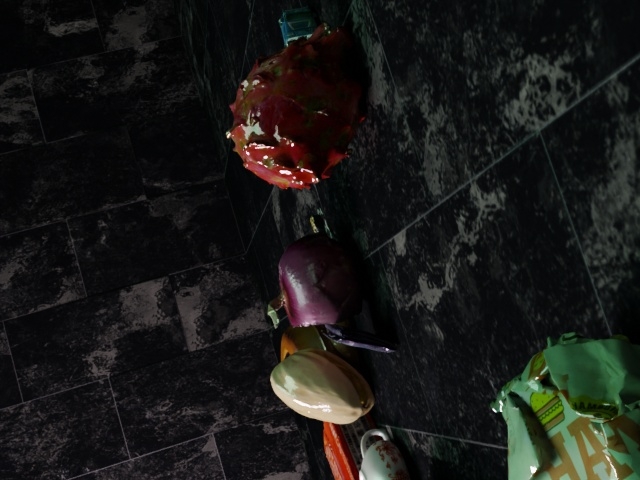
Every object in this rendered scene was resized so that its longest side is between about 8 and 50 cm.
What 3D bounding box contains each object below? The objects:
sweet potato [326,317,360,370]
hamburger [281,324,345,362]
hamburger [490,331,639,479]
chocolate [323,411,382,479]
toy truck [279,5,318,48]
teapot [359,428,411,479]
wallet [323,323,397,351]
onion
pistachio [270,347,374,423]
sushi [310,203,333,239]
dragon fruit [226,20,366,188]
[{"bbox_3d":[0.037,0.165,1.759,0.067,0.059,0.281,-121,18,-80],"label":"sweet potato"},{"bbox_3d":[-0.014,0.290,1.954,0.237,0.147,0.237,173,90,-69],"label":"hamburger"},{"bbox_3d":[0.235,0.183,0.710,0.235,0.125,0.214,177,84,-74],"label":"hamburger"},{"bbox_3d":[0.088,0.509,1.859,0.235,0.108,0.237,88,163,-51],"label":"chocolate"},{"bbox_3d":[-0.038,-0.344,1.449,0.175,0.067,0.081,96,161,-69],"label":"toy truck"},{"bbox_3d":[0.135,0.478,1.640,0.245,0.116,0.159,-110,0,-47],"label":"teapot"},{"bbox_3d":[0.072,0.181,1.515,0.166,0.111,0.030,172,110,-79],"label":"wallet"},{"bbox_3d":[-0.006,0.077,1.594,0.207,0.200,0.200,7,-115,-72],"label":"onion"},{"bbox_3d":[0.002,0.322,1.764,0.229,0.157,0.157,19,139,21],"label":"pistachio"},{"bbox_3d":[0.000,0.000,1.794,0.126,0.026,0.120,94,157,-59],"label":"sushi"},{"bbox_3d":[-0.031,-0.213,1.267,0.210,0.205,0.268,-84,17,-79],"label":"dragon fruit"}]
